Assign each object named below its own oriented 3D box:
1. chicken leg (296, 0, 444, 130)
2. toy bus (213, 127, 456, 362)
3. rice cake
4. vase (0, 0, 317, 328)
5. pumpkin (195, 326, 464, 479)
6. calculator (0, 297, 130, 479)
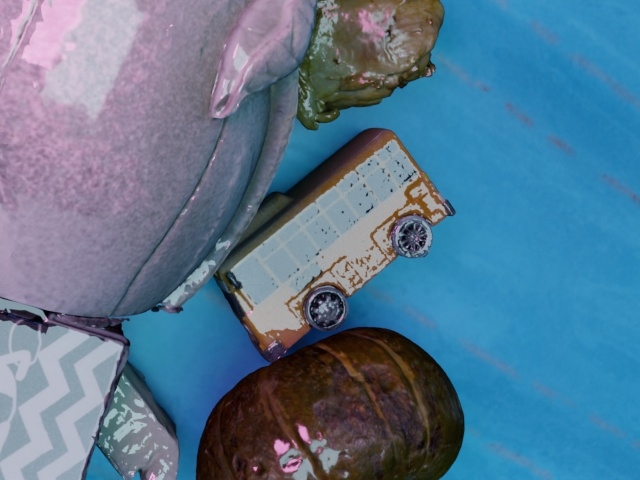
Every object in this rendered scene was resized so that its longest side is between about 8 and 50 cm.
[{"bbox_3d":[-0.019,-0.138,0.693,0.227,0.088,0.103,-10,121,-5],"label":"chicken leg"},{"bbox_3d":[0.000,0.000,0.723,0.182,0.091,0.103,-39,104,-7],"label":"toy bus"},{"bbox_3d":[-0.205,0.050,0.690,0.063,0.066,0.336,-32,110,-5],"label":"rice cake"},{"bbox_3d":[-0.099,-0.190,0.520,0.250,0.250,0.445,19,103,-19],"label":"vase"},{"bbox_3d":[0.012,0.166,0.706,0.219,0.219,0.162,-32,69,-7],"label":"pumpkin"},{"bbox_3d":[-0.276,0.091,0.610,0.274,0.028,0.166,20,78,-13],"label":"calculator"}]
